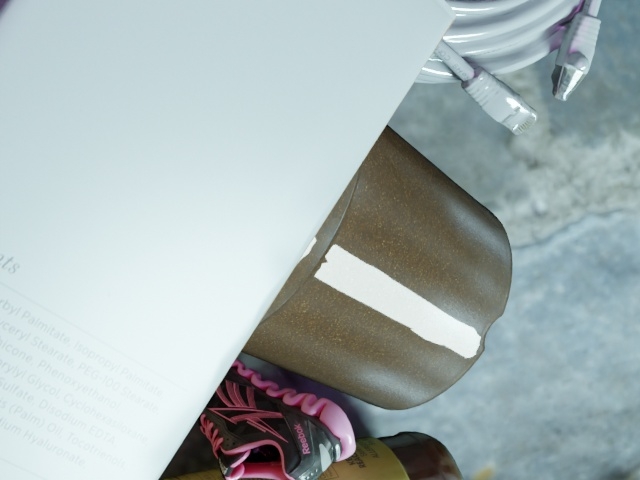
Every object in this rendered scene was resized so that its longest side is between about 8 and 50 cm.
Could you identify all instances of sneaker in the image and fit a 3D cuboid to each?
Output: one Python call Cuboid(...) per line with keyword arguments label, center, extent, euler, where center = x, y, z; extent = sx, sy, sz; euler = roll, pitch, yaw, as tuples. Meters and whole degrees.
Cuboid(label="sneaker", center=(-0.043, 0.098, 0.681), extent=(0.057, 0.119, 0.047), euler=(-48, 139, -36))

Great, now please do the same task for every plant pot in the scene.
Cuboid(label="plant pot", center=(0.000, 0.000, 0.675), extent=(0.165, 0.167, 0.167), euler=(31, 83, -32))

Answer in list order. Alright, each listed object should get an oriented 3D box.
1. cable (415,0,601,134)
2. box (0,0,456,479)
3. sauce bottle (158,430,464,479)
Cuboid(label="cable", center=(0.059, -0.215, 0.710), extent=(0.257, 0.089, 0.257), euler=(26, 84, -23))
Cuboid(label="box", center=(-0.144, -0.018, 0.544), extent=(0.168, 0.215, 0.345), euler=(37, 84, -39))
Cuboid(label="sauce bottle", center=(-0.087, 0.182, 0.674), extent=(0.344, 0.111, 0.111), euler=(-10, 99, -22))
